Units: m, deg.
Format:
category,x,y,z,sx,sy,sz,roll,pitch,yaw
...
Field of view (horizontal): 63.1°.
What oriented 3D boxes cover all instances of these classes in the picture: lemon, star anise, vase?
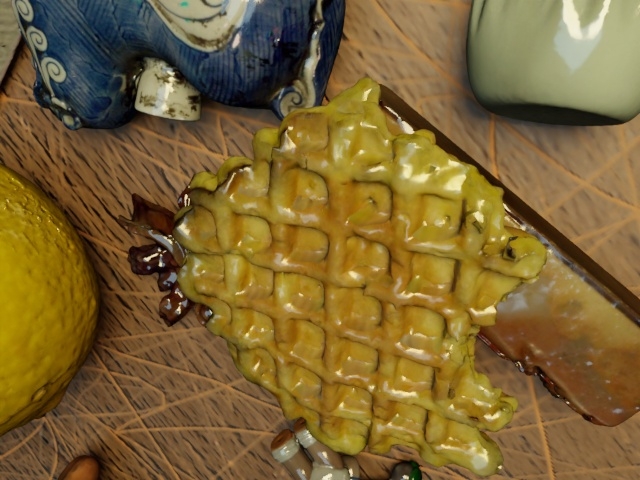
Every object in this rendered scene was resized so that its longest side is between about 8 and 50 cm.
category,x,y,z,sx,sy,sz,roll,pitch,yaw
lemon,-0.343,0.056,0.463,0.294,0.293,0.292,4,105,15
star anise,-0.120,0.020,0.500,0.168,0.057,0.167,7,113,16
vase,0.170,-0.202,0.325,0.129,0.128,0.247,11,99,14

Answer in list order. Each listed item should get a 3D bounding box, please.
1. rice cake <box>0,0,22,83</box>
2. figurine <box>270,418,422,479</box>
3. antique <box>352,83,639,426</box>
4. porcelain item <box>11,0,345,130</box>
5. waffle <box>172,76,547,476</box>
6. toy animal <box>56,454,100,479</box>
category,x,y,z,sx,sy,sz,roll,pitch,yaw
rice cake,-0.278,-0.255,0.468,0.072,0.056,0.365,49,115,19
figurine,0.031,0.256,0.505,0.147,0.093,0.197,-36,84,0
antique,0.127,0.009,0.409,0.310,0.087,0.093,40,113,2
porcelain item,-0.124,-0.165,0.412,0.288,0.138,0.186,15,112,14
waffle,0.024,0.047,0.386,0.282,0.058,0.300,-10,113,33
toy animal,-0.208,0.420,0.568,0.338,0.216,0.191,41,139,-1
